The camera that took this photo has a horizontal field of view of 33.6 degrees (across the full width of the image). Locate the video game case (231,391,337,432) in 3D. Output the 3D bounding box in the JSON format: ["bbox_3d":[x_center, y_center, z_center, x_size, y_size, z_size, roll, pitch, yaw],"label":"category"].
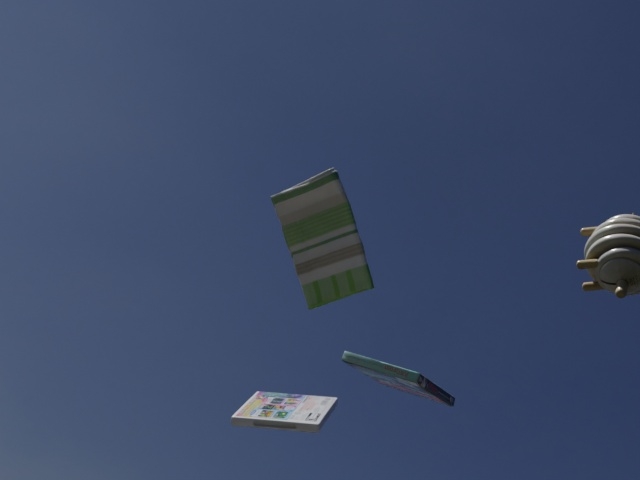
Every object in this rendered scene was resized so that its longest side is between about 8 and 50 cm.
[{"bbox_3d":[-0.056,0.280,1.738,0.143,0.019,0.157,3,8,12],"label":"video game case"}]

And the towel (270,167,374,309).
[{"bbox_3d":[0.000,0.000,1.280,0.113,0.023,0.152,-22,-97,43],"label":"towel"}]

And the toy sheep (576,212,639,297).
[{"bbox_3d":[0.328,0.019,1.155,0.091,0.132,0.091,9,-45,10],"label":"toy sheep"}]

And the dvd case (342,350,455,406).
[{"bbox_3d":[0.083,0.144,1.099,0.087,0.013,0.119,14,-12,29],"label":"dvd case"}]
